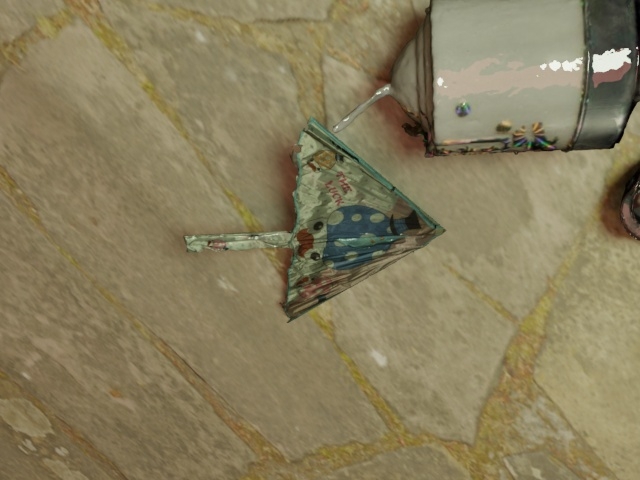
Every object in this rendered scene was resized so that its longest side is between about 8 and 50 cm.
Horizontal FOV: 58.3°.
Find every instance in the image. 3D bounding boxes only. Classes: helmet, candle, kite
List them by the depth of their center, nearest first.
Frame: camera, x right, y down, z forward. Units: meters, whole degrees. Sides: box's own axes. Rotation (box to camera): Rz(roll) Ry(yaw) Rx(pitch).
[{"bbox_3d":[0.176,-0.183,0.643,0.329,0.187,0.188,-2,114,12],"label":"candle"},{"bbox_3d":[0.431,-0.062,0.714,0.098,0.070,0.123,35,123,1],"label":"helmet"},{"bbox_3d":[0.000,0.001,0.790,0.367,0.014,0.406,-3,138,-10],"label":"kite"}]
